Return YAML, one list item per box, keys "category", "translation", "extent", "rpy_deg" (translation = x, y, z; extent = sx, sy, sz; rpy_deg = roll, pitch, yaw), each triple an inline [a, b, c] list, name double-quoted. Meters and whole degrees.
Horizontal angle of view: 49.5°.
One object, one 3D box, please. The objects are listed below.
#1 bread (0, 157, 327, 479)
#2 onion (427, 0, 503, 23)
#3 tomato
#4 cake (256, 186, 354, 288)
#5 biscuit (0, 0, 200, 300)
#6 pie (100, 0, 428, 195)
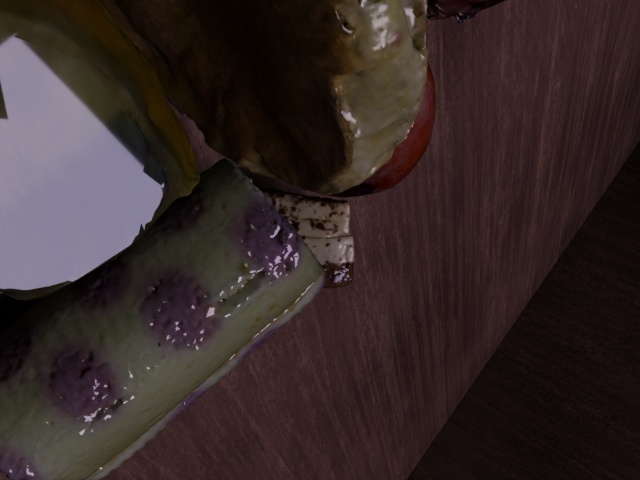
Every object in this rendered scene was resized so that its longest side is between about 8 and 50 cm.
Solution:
- category: "bread"
  translation: [-0.165, 0.082, 0.680]
  extent: [0.338, 0.155, 0.187]
  rpy_deg: [-41, 162, -6]
- category: "onion"
  translation: [0.204, -0.426, 0.849]
  extent: [0.281, 0.221, 0.281]
  rpy_deg: [16, 90, -88]
- category: "tomato"
  translation: [0.027, -0.142, 0.799]
  extent: [0.208, 0.208, 0.184]
  rpy_deg: [-4, 105, -57]
- category: "cake"
  translation: [0.008, 0.001, 0.913]
  extent: [0.246, 0.135, 0.112]
  rpy_deg: [7, 90, -69]
- category: "biscuit"
  translation: [-0.246, -0.047, 0.498]
  extent: [0.329, 0.078, 0.335]
  rpy_deg: [38, 74, -41]
- category: "pie"
  translation: [-0.062, -0.171, 0.517]
  extent: [0.083, 0.339, 0.339]
  rpy_deg: [-48, 149, -27]
